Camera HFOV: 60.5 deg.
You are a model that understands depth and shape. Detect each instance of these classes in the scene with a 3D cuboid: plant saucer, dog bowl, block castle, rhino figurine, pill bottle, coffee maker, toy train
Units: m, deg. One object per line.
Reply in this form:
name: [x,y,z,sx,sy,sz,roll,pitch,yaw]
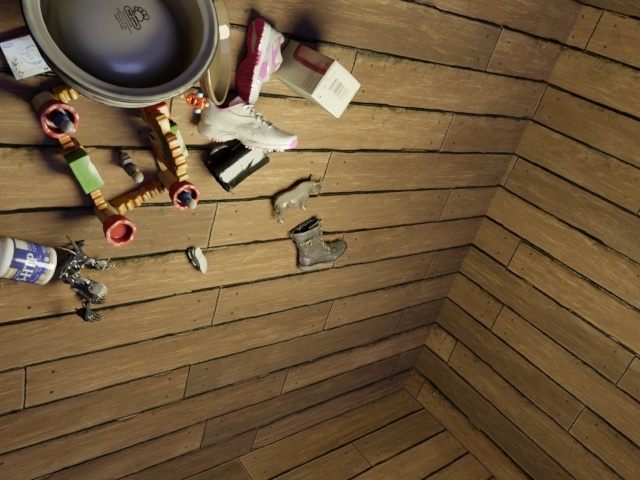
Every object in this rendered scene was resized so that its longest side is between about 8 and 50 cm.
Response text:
plant saucer: [-0.285,-0.506,1.470,0.041,0.277,0.277,5,128,1]
dog bowl: [-0.449,-0.485,1.236,0.408,0.150,0.407,4,82,-28]
block castle: [-0.520,-0.225,1.470,0.303,0.213,0.453,-32,138,-21]
rhino figurine: [-0.077,-0.168,2.055,0.243,0.073,0.106,-34,142,-21]
pill bottle: [-0.830,0.051,1.483,0.187,0.112,0.112,20,106,-50]
coffee maker: [-0.253,-0.241,1.744,0.178,0.171,0.120,-39,156,-10]
toy train: [-0.359,-0.449,1.533,0.046,0.125,0.166,-60,164,-62]

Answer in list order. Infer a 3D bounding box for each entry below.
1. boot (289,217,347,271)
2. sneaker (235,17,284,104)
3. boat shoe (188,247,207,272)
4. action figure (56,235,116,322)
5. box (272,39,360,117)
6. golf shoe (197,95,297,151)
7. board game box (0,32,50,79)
boot: [0.000,0.000,2.252,0.263,0.091,0.228,-26,137,-24]
sneaker: [-0.172,-0.523,1.643,0.111,0.103,0.252,-1,122,-41]
boat shoe: [-0.434,0.070,1.937,0.125,0.038,0.046,78,20,-51]
action figure: [-0.689,0.109,1.634,0.141,0.164,0.275,5,132,-3]
box: [-0.018,-0.503,1.702,0.126,0.232,0.149,-55,142,7]
golf shoe: [-0.213,-0.349,1.633,0.307,0.115,0.140,12,111,0]
board game box: [-0.689,-0.434,1.288,0.090,0.020,0.090,-28,138,-24]
